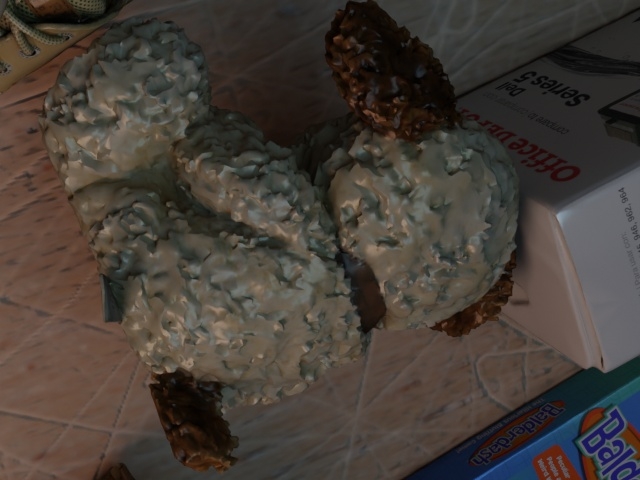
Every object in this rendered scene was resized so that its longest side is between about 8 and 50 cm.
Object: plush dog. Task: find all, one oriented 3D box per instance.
[{"bbox_3d":[0.000,0.000,1.029,0.225,0.210,0.262,-24,137,0],"label":"plush dog"}]

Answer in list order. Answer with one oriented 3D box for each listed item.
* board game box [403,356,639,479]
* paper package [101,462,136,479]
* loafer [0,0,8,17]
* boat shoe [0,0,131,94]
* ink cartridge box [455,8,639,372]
[{"bbox_3d":[0.155,0.193,1.298,0.210,0.047,0.160,-31,117,-12],"label":"board game box"},{"bbox_3d":[-0.128,0.365,1.166,0.309,0.168,0.325,-40,119,-5],"label":"paper package"},{"bbox_3d":[-0.284,-0.157,0.914,0.268,0.092,0.102,12,96,4],"label":"loafer"},{"bbox_3d":[-0.161,-0.151,1.004,0.324,0.120,0.122,-41,118,-7],"label":"boat shoe"},{"bbox_3d":[0.219,-0.055,1.157,0.273,0.198,0.115,-27,116,-14],"label":"ink cartridge box"}]
